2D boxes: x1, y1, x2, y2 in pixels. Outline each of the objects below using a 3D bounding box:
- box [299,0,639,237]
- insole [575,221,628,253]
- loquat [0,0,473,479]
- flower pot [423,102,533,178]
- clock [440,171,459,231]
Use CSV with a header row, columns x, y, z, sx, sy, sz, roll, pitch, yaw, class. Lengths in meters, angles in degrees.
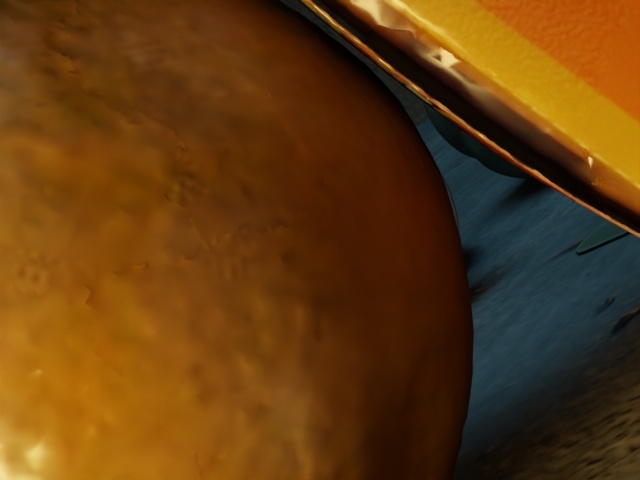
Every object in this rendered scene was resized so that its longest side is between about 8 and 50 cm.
x,y,z,sx,sy,sz,roll,pitch,yaw,class
0.095,-0.144,0.487,0.213,0.260,0.283,-55,2,6,box
0.213,-0.024,0.774,0.053,0.002,0.153,-41,6,-39,insole
-0.097,0.041,0.511,0.328,0.328,0.328,-36,4,3,loquat
0.205,-0.175,1.177,0.246,0.195,0.246,-38,3,3,flower pot
0.000,0.000,0.924,0.197,0.197,0.068,-37,3,0,clock
